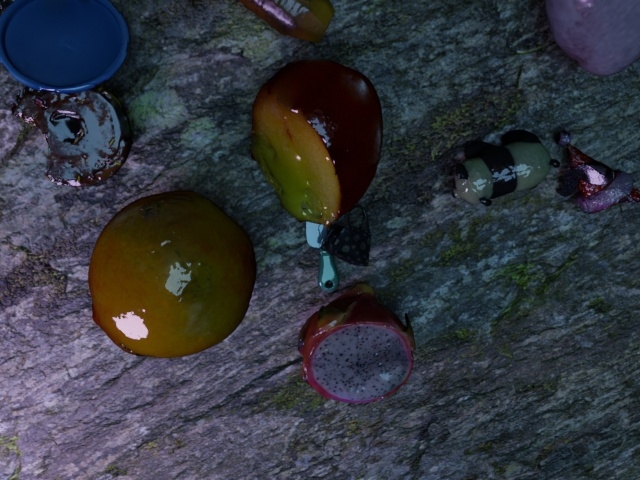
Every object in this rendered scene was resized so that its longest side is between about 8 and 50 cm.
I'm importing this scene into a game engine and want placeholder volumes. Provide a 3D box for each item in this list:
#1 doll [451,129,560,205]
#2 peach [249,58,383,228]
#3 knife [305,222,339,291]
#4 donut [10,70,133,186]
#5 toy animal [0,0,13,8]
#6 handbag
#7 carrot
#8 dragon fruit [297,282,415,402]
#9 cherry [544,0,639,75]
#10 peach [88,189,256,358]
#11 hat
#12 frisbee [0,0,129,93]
[{"bbox_3d":[0.412,-0.162,1.102,0.234,0.135,0.144,-16,107,3],"label":"doll"},{"bbox_3d":[-0.013,-0.188,0.982,0.280,0.281,0.339,13,106,-10],"label":"peach"},{"bbox_3d":[-0.001,0.001,1.168,0.063,0.035,0.261,-11,104,-2],"label":"knife"},{"bbox_3d":[-0.502,-0.235,0.999,0.216,0.096,0.230,-30,108,1],"label":"donut"},{"bbox_3d":[-0.634,-0.472,0.933,0.065,0.047,0.136,30,108,-6],"label":"toy animal"},{"bbox_3d":[0.075,-0.018,1.146,0.115,0.072,0.139,23,81,-33],"label":"handbag"},{"bbox_3d":[-0.115,-0.503,0.943,0.301,0.114,0.114,30,103,-11],"label":"carrot"},{"bbox_3d":[0.086,0.255,1.186,0.290,0.189,0.291,-1,116,-2],"label":"dragon fruit"},{"bbox_3d":[0.583,-0.520,0.919,0.326,0.292,0.335,22,120,-30],"label":"cherry"},{"bbox_3d":[-0.311,0.083,1.017,0.372,0.290,0.373,-22,133,-26],"label":"peach"},{"bbox_3d":[0.639,-0.168,1.134,0.128,0.140,0.227,-40,95,-3],"label":"hat"},{"bbox_3d":[-0.497,-0.388,0.934,0.241,0.045,0.243,2,74,-8],"label":"frisbee"}]
